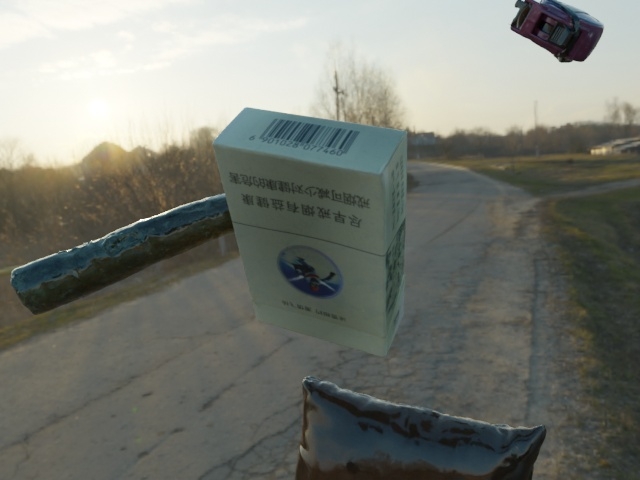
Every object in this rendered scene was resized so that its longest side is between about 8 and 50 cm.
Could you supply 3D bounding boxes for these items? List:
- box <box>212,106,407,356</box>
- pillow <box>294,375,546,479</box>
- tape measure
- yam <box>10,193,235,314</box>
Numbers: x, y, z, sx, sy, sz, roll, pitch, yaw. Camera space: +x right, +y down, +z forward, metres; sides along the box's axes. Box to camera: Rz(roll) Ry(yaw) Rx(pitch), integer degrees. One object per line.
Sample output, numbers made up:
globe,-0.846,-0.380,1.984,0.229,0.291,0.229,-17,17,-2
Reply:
box,0.000,0.000,0.595,0.164,0.256,0.069,13,47,20
pillow,0.096,0.344,0.721,0.306,0.307,0.108,10,1,12
tape measure,0.371,-0.330,0.911,0.118,0.074,0.125,-14,50,-42
yam,-0.196,0.005,0.649,0.274,0.061,0.061,-23,9,-9
